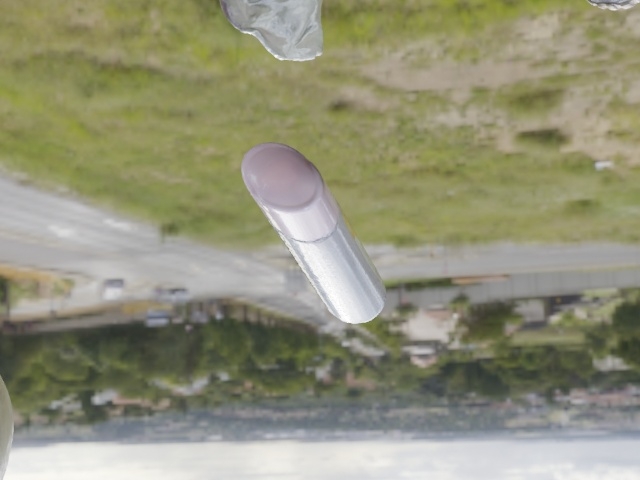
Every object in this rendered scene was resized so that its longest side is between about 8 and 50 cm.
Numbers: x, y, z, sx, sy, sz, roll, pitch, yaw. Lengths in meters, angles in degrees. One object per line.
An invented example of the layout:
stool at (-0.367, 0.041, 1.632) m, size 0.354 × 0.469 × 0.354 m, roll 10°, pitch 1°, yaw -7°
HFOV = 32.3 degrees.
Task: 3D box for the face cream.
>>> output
face cream at (0.000, 0.000, 1.183) m, size 0.107 × 0.073 × 0.269 m, roll 40°, pitch 171°, yaw 33°

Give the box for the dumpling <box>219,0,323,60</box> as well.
dumpling at (-0.065, -0.305, 1.383) m, size 0.108 × 0.188 × 0.127 m, roll -27°, pitch -175°, yaw 46°

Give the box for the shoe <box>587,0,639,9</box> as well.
shoe at (0.276, -0.271, 0.936) m, size 0.092 × 0.089 × 0.180 m, roll 36°, pitch 141°, yaw -25°

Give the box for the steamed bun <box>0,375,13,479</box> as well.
steamed bun at (-0.371, 0.195, 1.017) m, size 0.177 × 0.228 × 0.131 m, roll -4°, pitch 137°, yaw -7°
